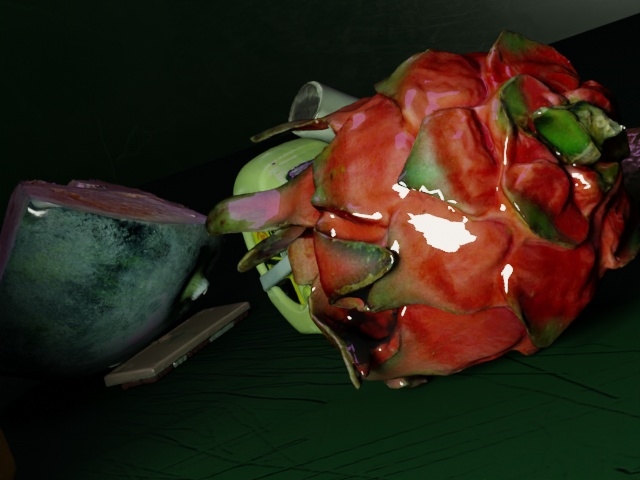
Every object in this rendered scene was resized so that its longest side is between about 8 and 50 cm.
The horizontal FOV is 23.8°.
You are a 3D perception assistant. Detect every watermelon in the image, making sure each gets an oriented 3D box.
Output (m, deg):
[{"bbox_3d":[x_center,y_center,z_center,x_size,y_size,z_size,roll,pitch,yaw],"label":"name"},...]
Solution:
[{"bbox_3d":[-0.182,0.048,1.323,0.175,0.188,0.322,15,9,12],"label":"watermelon"}]

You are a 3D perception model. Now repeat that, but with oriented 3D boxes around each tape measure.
[{"bbox_3d":[0.000,0.000,1.120,0.087,0.154,0.177,-28,6,-22],"label":"tape measure"}]

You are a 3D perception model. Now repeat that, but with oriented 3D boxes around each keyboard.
[{"bbox_3d":[-0.118,0.088,1.276,0.055,0.017,0.166,-11,12,28],"label":"keyboard"}]

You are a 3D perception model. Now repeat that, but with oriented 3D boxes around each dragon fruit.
[{"bbox_3d":[0.068,-0.013,0.895,0.274,0.192,0.193,-25,-18,37],"label":"dragon fruit"}]

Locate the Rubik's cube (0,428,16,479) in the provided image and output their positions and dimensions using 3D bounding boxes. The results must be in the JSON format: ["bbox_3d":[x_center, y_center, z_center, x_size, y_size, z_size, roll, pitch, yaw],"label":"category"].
[{"bbox_3d":[-0.367,0.097,0.854,0.290,0.292,0.291,-20,9,-3],"label":"Rubik's cube"}]

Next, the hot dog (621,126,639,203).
[{"bbox_3d":[0.250,-0.058,1.167,0.169,0.061,0.078,-14,9,37],"label":"hot dog"}]

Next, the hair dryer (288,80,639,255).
[{"bbox_3d":[0.094,-0.057,1.125,0.229,0.092,0.267,22,-1,-14],"label":"hair dryer"}]
